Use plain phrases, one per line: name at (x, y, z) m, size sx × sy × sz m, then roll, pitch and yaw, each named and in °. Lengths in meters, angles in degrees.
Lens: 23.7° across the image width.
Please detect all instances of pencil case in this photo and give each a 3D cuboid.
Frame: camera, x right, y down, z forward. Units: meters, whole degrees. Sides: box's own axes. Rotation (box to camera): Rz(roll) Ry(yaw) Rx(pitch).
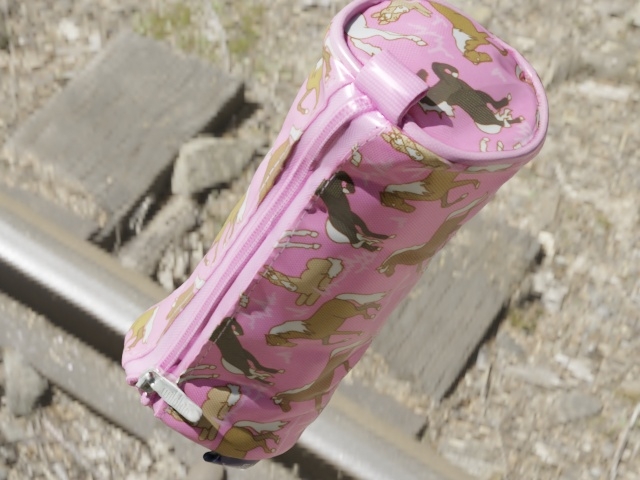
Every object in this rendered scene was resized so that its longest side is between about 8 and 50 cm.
pencil case at (0.000, 0.000, 1.058) m, size 0.160 × 0.386 × 0.167 m, roll 27°, pitch 41°, yaw -12°
